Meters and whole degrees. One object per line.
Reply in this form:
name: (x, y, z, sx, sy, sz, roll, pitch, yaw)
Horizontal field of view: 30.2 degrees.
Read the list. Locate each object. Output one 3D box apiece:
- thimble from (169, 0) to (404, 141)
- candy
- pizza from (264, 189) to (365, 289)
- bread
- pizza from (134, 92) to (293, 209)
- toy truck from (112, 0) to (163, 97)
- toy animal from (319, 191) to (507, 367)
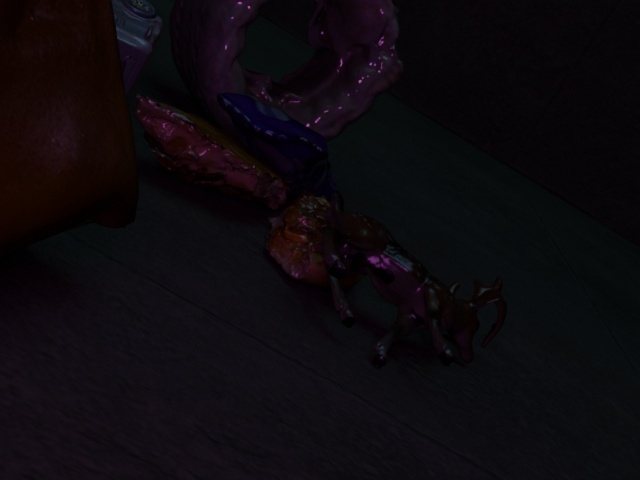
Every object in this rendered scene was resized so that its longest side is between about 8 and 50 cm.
thimble: (-0.045, -0.273, 1.588, 0.291, 0.292, 0.195, 24, 11, -30)
candy: (-0.044, -0.104, 1.413, 0.145, 0.070, 0.275, 34, -6, 11)
pizza: (0.001, -0.003, 1.277, 0.127, 0.058, 0.246, 33, 12, 6)
bread: (-0.244, -0.142, 0.735, 0.143, 0.324, 0.333, -9, 6, 15)
pizza: (-0.118, -0.084, 1.276, 0.147, 0.069, 0.226, 38, 7, 14)
toy truck: (-0.315, -0.254, 1.368, 0.256, 0.108, 0.140, 26, 29, -18)
toy animal: (0.100, 0.046, 1.203, 0.243, 0.087, 0.260, 52, 24, -9)
